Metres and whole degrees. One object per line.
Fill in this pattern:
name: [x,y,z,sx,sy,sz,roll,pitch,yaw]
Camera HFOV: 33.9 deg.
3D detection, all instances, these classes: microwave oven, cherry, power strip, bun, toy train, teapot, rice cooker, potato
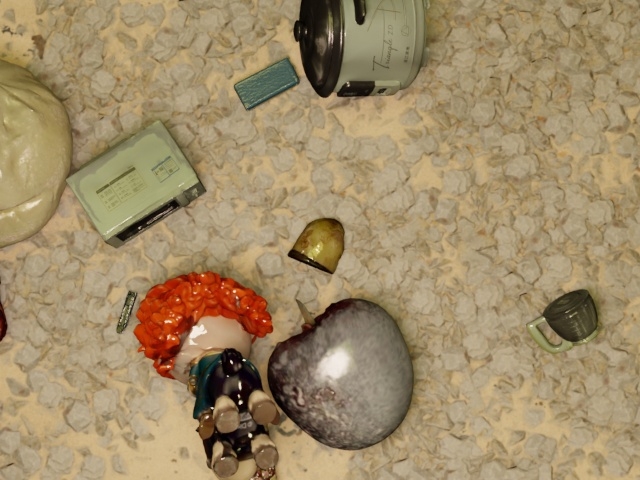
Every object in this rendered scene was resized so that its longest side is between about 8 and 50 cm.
microwave oven: [-0.340,-0.104,1.958,0.208,0.122,0.162,-33,83,-4]
cherry: [0.037,0.230,1.863,0.255,0.218,0.296,-35,97,-7]
power strip: [-0.102,-0.301,2.024,0.123,0.032,0.056,-28,83,-3]
bun: [-0.629,-0.164,1.907,0.365,0.219,0.365,-2,78,12]
toy train: [-0.366,0.136,1.980,0.017,0.017,0.083,17,83,6]
teapot: [0.458,0.152,1.939,0.092,0.124,0.090,-39,101,-44]
rice cooker: [0.063,-0.382,1.918,0.227,0.280,0.241,-3,84,-15]
potato: [0.000,0.000,1.967,0.096,0.066,0.103,21,81,0]

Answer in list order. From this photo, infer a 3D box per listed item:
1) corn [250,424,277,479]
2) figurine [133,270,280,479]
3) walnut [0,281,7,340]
corn: [-0.122,0.433,1.906,0.092,0.092,0.280,-9,78,0]
figurine: [-0.176,0.223,1.795,0.241,0.306,0.411,-21,61,-6]
walnut: [-0.699,0.100,1.878,0.269,0.244,0.221,6,87,-2]
